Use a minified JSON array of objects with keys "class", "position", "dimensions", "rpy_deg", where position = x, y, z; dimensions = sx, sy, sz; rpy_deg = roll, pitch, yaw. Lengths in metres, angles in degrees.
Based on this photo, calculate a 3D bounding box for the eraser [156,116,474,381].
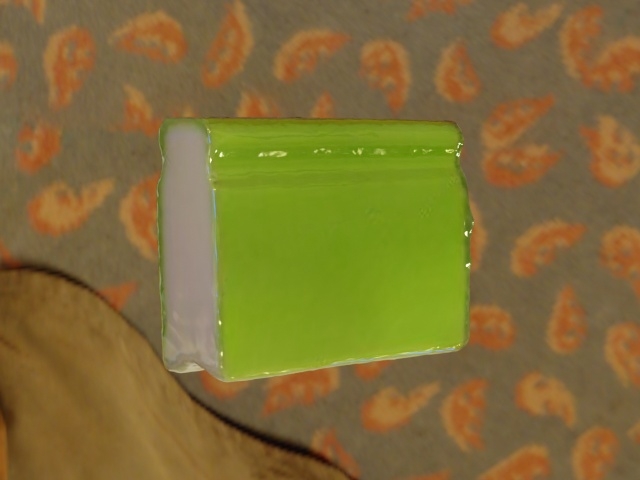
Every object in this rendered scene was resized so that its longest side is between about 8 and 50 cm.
[{"class":"eraser","position":[0.000,0.000,1.283],"dimensions":[0.274,0.092,0.210],"rpy_deg":[-6,97,-40]}]
